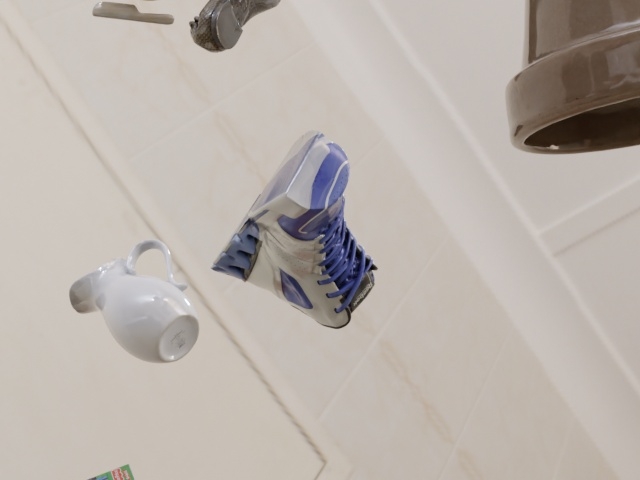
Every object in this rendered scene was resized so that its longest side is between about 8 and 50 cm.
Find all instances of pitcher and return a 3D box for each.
[{"bbox_3d":[-0.270,0.090,1.760,0.207,0.178,0.125,29,-22,36],"label":"pitcher"}]

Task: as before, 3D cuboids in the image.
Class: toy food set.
[{"bbox_3d":[-0.239,-0.414,1.564,0.128,0.218,0.071,12,-16,-7],"label":"toy food set"}]

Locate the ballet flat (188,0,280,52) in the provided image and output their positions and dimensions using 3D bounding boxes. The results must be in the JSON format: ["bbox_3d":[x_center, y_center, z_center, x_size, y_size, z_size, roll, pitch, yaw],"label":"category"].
[{"bbox_3d":[-0.110,-0.322,1.492,0.058,0.250,0.084,-4,-55,27],"label":"ballet flat"}]

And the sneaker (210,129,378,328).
[{"bbox_3d":[0.000,0.001,1.316,0.182,0.127,0.315,33,-27,-6],"label":"sneaker"}]

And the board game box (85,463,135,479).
[{"bbox_3d":[-0.236,0.281,0.912,0.211,0.160,0.039,-20,-57,-13],"label":"board game box"}]

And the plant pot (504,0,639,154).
[{"bbox_3d":[0.280,-0.216,1.001,0.263,0.263,0.229,-14,-98,28],"label":"plant pot"}]
